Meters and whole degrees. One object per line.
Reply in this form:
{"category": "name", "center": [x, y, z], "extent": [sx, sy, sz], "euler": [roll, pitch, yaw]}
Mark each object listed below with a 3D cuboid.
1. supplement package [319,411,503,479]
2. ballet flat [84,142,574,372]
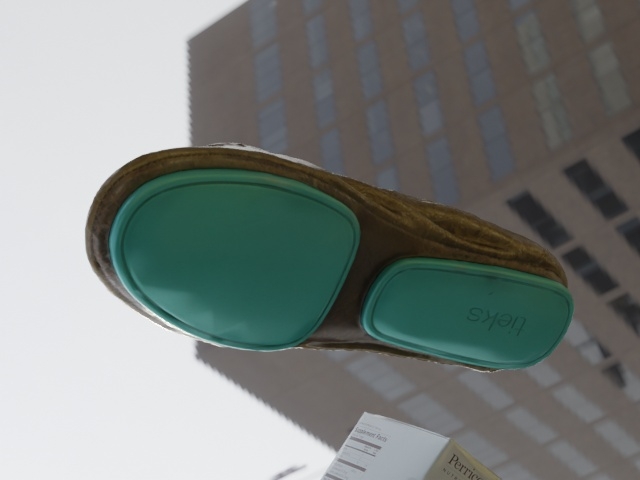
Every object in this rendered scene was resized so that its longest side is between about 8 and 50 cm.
{"category": "supplement package", "center": [0.076, 0.269, 1.004], "extent": [0.194, 0.203, 0.149], "euler": [38, 167, -18]}
{"category": "ballet flat", "center": [0.000, 0.000, 0.795], "extent": [0.342, 0.116, 0.124], "euler": [10, -156, -36]}
